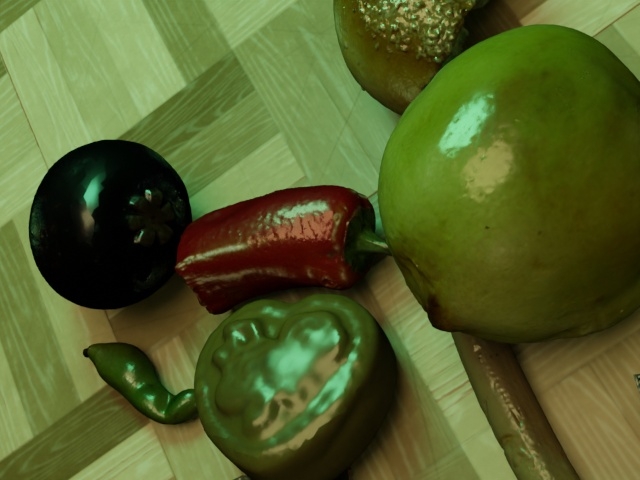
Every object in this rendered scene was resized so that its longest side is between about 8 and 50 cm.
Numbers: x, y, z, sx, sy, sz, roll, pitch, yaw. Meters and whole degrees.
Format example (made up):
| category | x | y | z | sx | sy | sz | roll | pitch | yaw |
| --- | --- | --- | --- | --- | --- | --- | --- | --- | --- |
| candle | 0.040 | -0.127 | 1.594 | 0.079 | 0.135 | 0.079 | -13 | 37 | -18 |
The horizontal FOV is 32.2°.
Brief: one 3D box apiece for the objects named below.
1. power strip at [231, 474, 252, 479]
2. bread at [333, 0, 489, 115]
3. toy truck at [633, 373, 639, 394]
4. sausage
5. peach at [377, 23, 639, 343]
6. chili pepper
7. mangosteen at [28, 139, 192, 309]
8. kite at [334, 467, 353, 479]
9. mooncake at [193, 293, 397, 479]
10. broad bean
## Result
| category | x | y | z | sx | sy | sz | roll | pitch | yaw |
| --- | --- | --- | --- | --- | --- | --- | --- | --- | --- |
| power strip | -0.058 | 0.365 | 1.246 | 0.145 | 0.061 | 0.215 | -28 | 61 | 9 |
| bread | 0.120 | -0.321 | 1.348 | 0.192 | 0.171 | 0.314 | 29 | 81 | 8 |
| toy truck | 0.392 | 0.194 | 1.076 | 0.115 | 0.080 | 0.178 | -26 | 59 | 22 |
| sausage | 0.209 | 0.182 | 1.185 | 0.066 | 0.066 | 0.301 | -31 | 57 | 13 |
| peach | 0.212 | -0.060 | 1.138 | 0.315 | 0.281 | 0.314 | -28 | 61 | 0 |
| chili pepper | -0.002 | -0.005 | 1.321 | 0.338 | 0.134 | 0.131 | -11 | 43 | 27 |
| mangosteen | -0.277 | -0.022 | 1.433 | 0.243 | 0.243 | 0.243 | -10 | 66 | 23 |
| kite | 0.019 | 0.339 | 1.203 | 0.183 | 0.014 | 0.241 | -14 | 53 | -8 |
| mooncake | -0.036 | 0.170 | 1.260 | 0.235 | 0.117 | 0.235 | -15 | 48 | 18 |
| broad bean | -0.234 | 0.177 | 1.418 | 0.213 | 0.048 | 0.070 | 23 | 82 | 31 |
